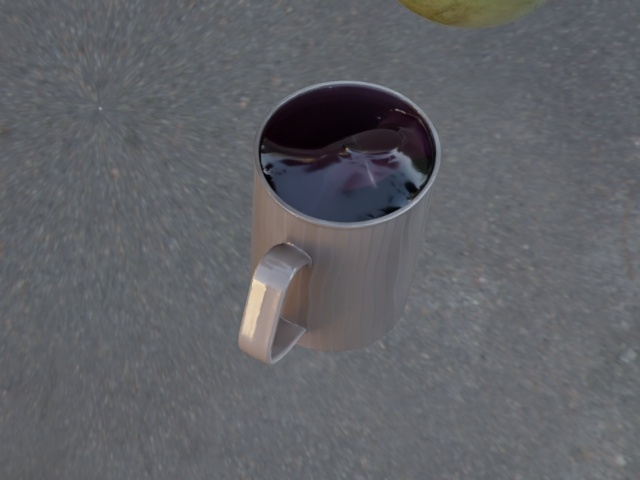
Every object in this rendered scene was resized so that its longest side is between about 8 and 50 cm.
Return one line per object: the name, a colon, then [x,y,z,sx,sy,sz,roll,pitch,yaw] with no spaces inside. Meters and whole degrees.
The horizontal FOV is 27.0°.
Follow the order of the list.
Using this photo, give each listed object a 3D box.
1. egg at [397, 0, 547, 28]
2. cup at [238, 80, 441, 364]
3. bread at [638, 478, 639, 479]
egg: [0.158,-0.332,1.238,0.218,0.218,0.295,34,65,-11]
cup: [0.019,0.001,1.546,0.208,0.273,0.288,5,51,-2]
bread: [0.345,0.233,1.124,0.211,0.083,0.114,-16,128,2]
